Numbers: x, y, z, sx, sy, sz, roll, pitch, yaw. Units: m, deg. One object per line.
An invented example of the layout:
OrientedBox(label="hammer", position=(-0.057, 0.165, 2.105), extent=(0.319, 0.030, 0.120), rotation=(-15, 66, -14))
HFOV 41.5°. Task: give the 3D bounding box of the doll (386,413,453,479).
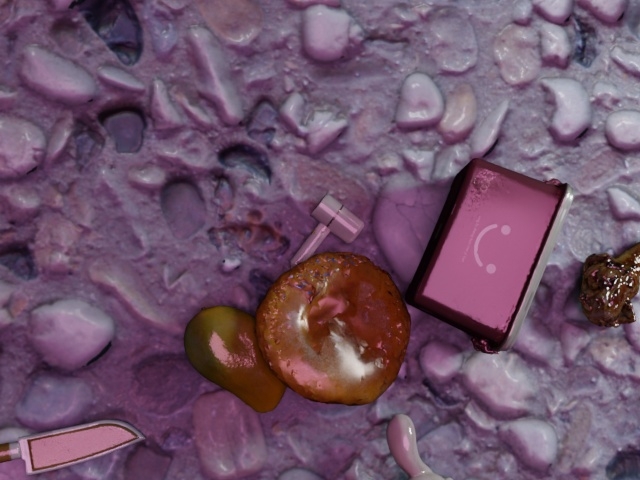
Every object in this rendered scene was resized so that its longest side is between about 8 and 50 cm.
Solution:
OrientedBox(label="doll", position=(0.149, 0.428, 1.291), extent=(0.242, 0.159, 0.311), rotation=(-13, 84, -31))

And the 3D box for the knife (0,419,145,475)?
OrientedBox(label="knife", position=(-0.446, 0.332, 1.311), extent=(0.343, 0.027, 0.061), rotation=(-11, 84, -11))

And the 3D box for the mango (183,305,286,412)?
OrientedBox(label="mango", position=(-0.128, 0.180, 1.337), extent=(0.191, 0.085, 0.122), rotation=(36, 71, -13))

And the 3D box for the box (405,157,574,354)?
OrientedBox(label="box", position=(0.259, 0.018, 1.344), extent=(0.167, 0.193, 0.294), rotation=(23, 85, 3))

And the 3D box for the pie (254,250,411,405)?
OrientedBox(label="pie", position=(0.028, 0.138, 1.335), extent=(0.273, 0.069, 0.273), rotation=(8, 71, -25))

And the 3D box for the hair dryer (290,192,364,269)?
OrientedBox(label="hair dryer", position=(0.000, 0.000, 1.380), extent=(0.082, 0.047, 0.137), rotation=(39, 89, -4))

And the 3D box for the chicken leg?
OrientedBox(label="chicken leg", position=(0.506, 0.059, 1.429), extent=(0.125, 0.080, 0.196), rotation=(33, 76, -14))
